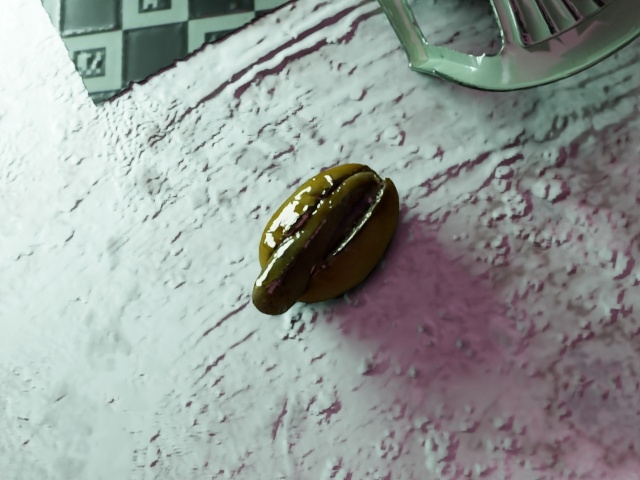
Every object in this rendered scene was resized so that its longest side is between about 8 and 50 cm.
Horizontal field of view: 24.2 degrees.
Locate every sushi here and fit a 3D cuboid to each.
[{"bbox_3d":[-0.130,-0.297,1.277,0.294,0.059,0.292,-31,64,-3],"label":"sushi"}]

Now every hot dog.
[{"bbox_3d":[-0.001,-0.001,1.118,0.140,0.060,0.090,-43,61,-4],"label":"hot dog"}]

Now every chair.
[{"bbox_3d":[0.125,-0.246,1.135,0.203,0.190,0.275,-32,93,-3],"label":"chair"}]
